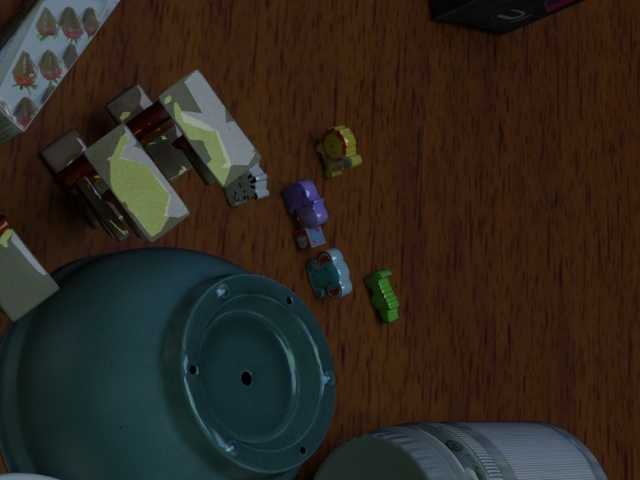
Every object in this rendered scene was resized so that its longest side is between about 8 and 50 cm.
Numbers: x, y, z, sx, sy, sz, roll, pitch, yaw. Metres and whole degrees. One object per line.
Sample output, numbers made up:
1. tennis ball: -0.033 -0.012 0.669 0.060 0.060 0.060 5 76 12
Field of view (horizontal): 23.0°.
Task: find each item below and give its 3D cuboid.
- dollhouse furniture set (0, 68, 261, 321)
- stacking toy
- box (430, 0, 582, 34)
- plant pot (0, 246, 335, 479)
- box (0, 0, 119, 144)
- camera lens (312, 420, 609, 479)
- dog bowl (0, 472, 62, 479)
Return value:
1. dollhouse furniture set: -0.206 -0.061 1.352 0.259 0.262 0.135 -38 103 -12
2. stacking toy: 0.000 0.000 1.654 0.167 0.052 0.221 -21 92 -45
3. box: 0.221 -0.410 1.923 0.143 0.165 0.270 4 74 -44
4. plant pot: -0.111 0.133 1.399 0.293 0.196 0.293 16 66 -40
5. box: -0.240 -0.220 1.488 0.063 0.067 0.324 46 50 -23
6. camera lens: 0.147 0.290 1.576 0.274 0.219 0.219 6 72 -43
7. dog bowl: -0.260 0.322 1.253 0.265 0.104 0.264 14 68 -39
